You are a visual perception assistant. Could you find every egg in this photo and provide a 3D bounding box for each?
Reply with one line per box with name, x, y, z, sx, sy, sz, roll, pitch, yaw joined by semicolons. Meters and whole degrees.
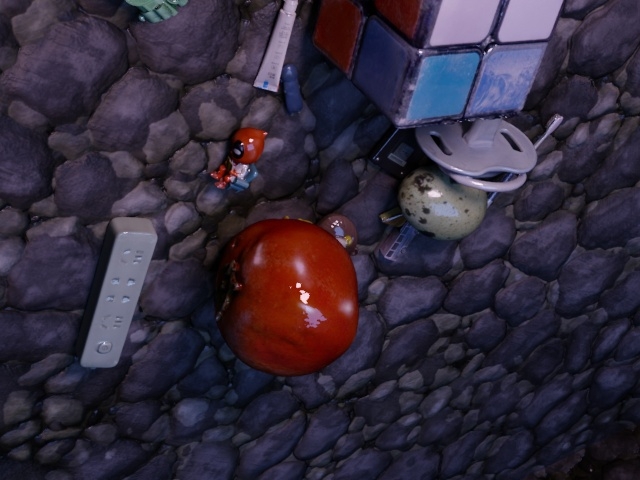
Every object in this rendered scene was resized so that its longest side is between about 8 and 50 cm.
egg;0.265;-0.088;2.245;0.228;0.177;0.177;7;123;-40

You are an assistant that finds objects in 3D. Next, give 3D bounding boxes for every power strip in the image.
power strip;-0.428;0.122;2.097;0.091;0.062;0.385;3;125;-30

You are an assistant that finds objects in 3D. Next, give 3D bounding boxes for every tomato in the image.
tomato;-0.071;0.122;2.119;0.290;0.293;0.325;13;133;-23

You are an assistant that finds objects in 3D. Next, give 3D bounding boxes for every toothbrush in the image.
toothbrush;0.472;-0.185;2.401;0.024;0.026;0.288;28;112;-25

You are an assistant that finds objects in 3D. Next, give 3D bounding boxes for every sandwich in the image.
sandwich;0.177;-0.053;2.331;0.083;0.031;0.044;-23;132;-9

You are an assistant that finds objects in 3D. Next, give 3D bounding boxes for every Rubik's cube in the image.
Rubik's cube;0.209;-0.420;1.808;0.316;0.313;0.318;-9;132;-32

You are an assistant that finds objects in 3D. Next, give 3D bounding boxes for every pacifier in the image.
pacifier;0.347;-0.230;2.129;0.287;0.238;0.225;-4;133;-24

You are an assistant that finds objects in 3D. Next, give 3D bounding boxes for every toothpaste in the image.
toothpaste;-0.079;-0.367;1.902;0.048;0.031;0.190;12;124;-12

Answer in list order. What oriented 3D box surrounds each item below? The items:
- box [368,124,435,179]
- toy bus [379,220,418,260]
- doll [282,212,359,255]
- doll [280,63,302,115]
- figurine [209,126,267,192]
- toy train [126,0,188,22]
box;0.179;-0.200;2.207;0.126;0.027;0.125;25;112;-43
toy bus;0.191;-0.012;2.373;0.052;0.037;0.130;16;119;-34
doll;-0.004;0.007;2.235;0.188;0.096;0.145;-6;123;-14
doll;-0.056;-0.294;1.984;0.037;0.027;0.125;-22;138;-12
figurine;-0.154;-0.163;2.007;0.075;0.068;0.140;16;119;-37
toy train;-0.300;-0.432;1.682;0.104;0.071;0.178;-38;136;15
